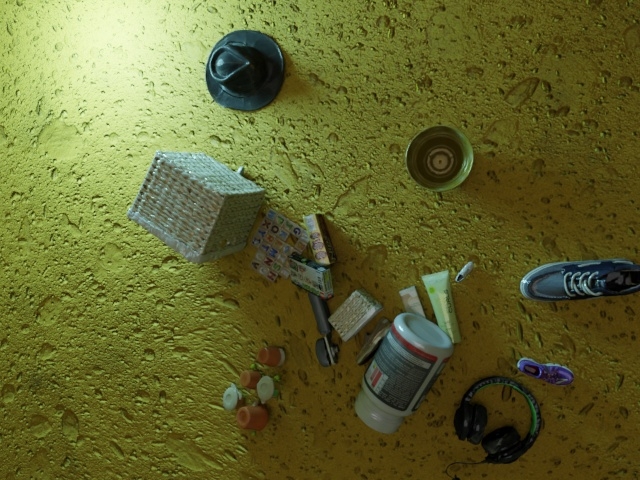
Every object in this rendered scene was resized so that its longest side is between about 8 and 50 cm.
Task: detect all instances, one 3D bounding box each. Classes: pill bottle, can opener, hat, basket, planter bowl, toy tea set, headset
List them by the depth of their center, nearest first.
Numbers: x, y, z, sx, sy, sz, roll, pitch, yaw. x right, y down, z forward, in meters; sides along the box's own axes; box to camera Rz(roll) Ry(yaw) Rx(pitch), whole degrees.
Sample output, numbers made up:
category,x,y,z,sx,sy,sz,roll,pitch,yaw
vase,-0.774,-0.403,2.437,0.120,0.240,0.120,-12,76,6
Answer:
category,x,y,z,sx,sy,sz,roll,pitch,yaw
headset,0.535,0.626,1.560,0.243,0.185,0.394,35,89,13
pill bottle,0.263,0.440,1.610,0.210,0.210,0.363,30,109,13
planter bowl,0.396,-0.266,1.621,0.217,0.090,0.217,0,91,17
basket,0.122,0.255,1.708,0.167,0.113,0.103,-46,75,13
basket,-0.420,-0.125,1.726,0.331,0.328,0.266,33,107,13
can opener,-0.002,0.316,1.764,0.095,0.076,0.283,-19,85,15
hat,-0.304,-0.640,1.793,0.331,0.134,0.331,0,91,16
toy tea set,-0.218,0.557,1.836,0.336,0.124,0.200,-54,48,15

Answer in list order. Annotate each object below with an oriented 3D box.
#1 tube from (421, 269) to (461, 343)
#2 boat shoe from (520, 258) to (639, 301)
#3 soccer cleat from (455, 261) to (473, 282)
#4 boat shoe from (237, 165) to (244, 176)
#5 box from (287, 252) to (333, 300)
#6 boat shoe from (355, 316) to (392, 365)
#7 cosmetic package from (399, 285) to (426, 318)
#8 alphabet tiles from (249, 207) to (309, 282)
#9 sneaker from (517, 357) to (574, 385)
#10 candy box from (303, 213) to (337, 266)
category,x,y,z,sx,sy,sz,roll,pitch,yaw
tube,0.415,0.227,1.650,0.070,0.062,0.240,-10,83,-23
boat shoe,0.791,0.121,1.482,0.340,0.158,0.127,-14,88,16
soccer cleat,0.482,0.108,1.635,0.029,0.035,0.083,41,102,11
boat shoe,-0.323,-0.240,1.862,0.035,0.035,0.100,29,106,11
box,-0.038,0.125,1.712,0.207,0.036,0.114,21,127,49
boat shoe,0.180,0.352,1.724,0.072,0.068,0.190,42,92,24
cosmetic package,0.318,0.219,1.684,0.060,0.041,0.115,-22,86,15
alphabet tiles,-0.167,0.029,1.838,0.198,0.009,0.237,32,100,13
sneaker,0.717,0.427,1.559,0.170,0.071,0.068,10,94,15
candy box,0.000,0.000,1.735,0.053,0.109,0.187,-19,86,16
